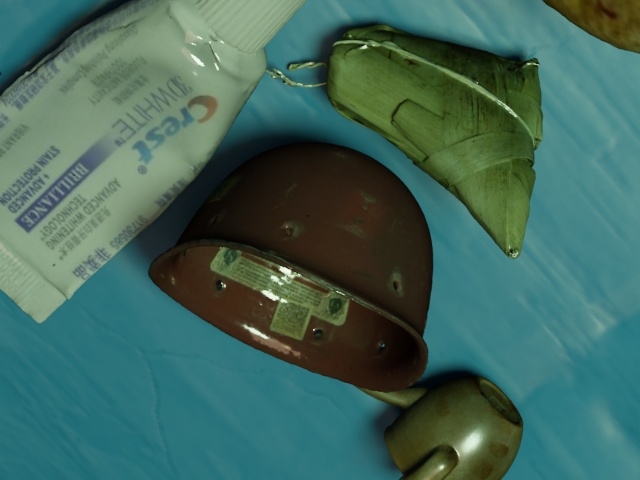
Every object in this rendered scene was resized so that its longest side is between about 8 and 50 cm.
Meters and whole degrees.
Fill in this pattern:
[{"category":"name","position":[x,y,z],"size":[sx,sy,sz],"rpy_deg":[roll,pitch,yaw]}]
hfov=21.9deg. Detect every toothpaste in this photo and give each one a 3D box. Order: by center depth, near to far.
[{"category":"toothpaste","position":[-0.108,-0.070,0.904],"size":[0.282,0.068,0.099],"rpy_deg":[-40,76,24]}]

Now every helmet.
[{"category":"helmet","position":[0.000,0.000,0.876],"size":[0.155,0.175,0.106],"rpy_deg":[24,75,-2]}]

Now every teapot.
[{"category":"teapot","position":[0.059,0.103,0.949],"size":[0.080,0.085,0.110],"rpy_deg":[-44,83,17]}]

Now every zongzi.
[{"category":"zongzi","position":[0.038,-0.055,0.858],"size":[0.154,0.130,0.062],"rpy_deg":[14,141,-1]}]

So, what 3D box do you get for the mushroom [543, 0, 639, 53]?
[{"category":"mushroom","position":[0.203,-0.224,0.740],"size":[0.263,0.195,0.283],"rpy_deg":[25,112,34]}]
